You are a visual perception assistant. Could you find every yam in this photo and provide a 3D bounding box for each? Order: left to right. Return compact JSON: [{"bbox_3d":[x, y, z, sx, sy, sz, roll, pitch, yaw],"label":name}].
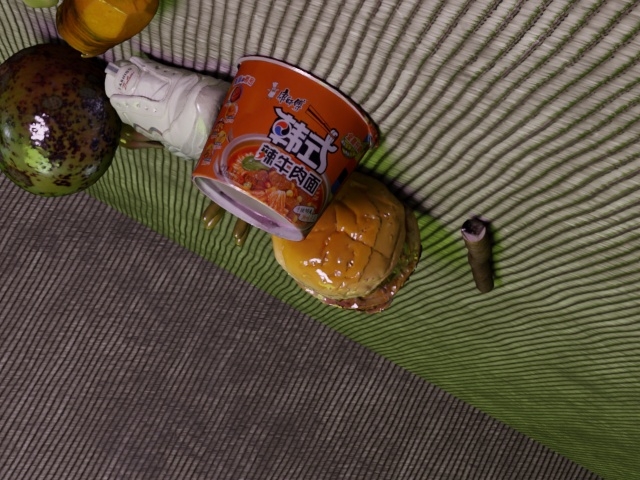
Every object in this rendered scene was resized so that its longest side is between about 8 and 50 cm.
[{"bbox_3d":[0.279,0.032,1.857,0.045,0.045,0.327,-7,161,10],"label":"yam"}]

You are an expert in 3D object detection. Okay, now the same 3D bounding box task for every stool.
[{"bbox_3d":[-0.197,-0.063,2.389,0.134,0.111,0.135,14,163,47],"label":"stool"}]

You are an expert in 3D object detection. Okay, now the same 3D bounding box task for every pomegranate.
[{"bbox_3d":[-0.450,-0.228,2.008,0.340,0.285,0.285,-4,-172,-33],"label":"pomegranate"}]

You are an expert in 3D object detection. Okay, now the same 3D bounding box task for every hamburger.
[{"bbox_3d":[0.043,-0.003,1.809,0.244,0.244,0.163,23,164,24],"label":"hamburger"}]

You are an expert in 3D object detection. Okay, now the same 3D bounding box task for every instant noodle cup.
[{"bbox_3d":[-0.062,-0.126,1.593,0.250,0.192,0.250,27,169,6],"label":"instant noodle cup"}]

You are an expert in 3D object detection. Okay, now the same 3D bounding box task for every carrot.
[{"bbox_3d":[-0.312,-0.329,1.519,0.114,0.114,0.302,32,168,-19],"label":"carrot"}]

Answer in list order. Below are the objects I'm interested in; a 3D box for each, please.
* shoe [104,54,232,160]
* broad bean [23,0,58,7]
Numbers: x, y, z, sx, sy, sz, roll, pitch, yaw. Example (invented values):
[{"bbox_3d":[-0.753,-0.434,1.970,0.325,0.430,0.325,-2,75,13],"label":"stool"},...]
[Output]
[{"bbox_3d":[-0.264,-0.230,1.771,0.210,0.132,0.342,29,172,-15],"label":"shoe"},{"bbox_3d":[-0.448,-0.399,1.704,0.063,0.045,0.083,48,153,-26],"label":"broad bean"}]
